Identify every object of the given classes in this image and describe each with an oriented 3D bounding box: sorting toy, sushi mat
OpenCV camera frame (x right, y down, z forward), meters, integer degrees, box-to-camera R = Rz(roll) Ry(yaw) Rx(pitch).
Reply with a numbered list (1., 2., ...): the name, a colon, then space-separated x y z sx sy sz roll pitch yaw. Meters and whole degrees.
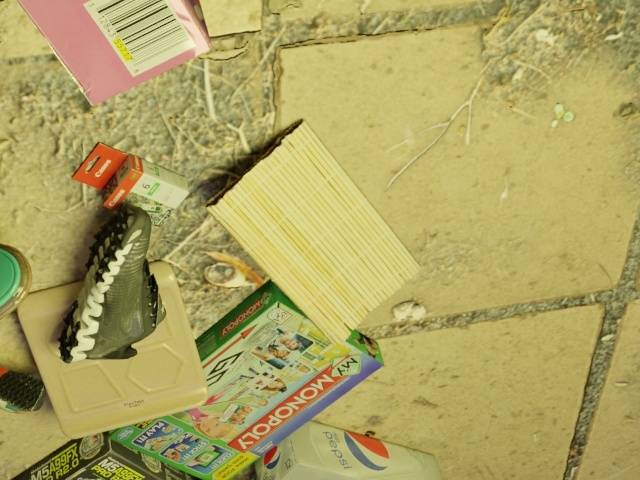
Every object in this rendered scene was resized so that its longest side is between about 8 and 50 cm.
1. sorting toy: -0.253 0.134 1.598 0.193 0.038 0.208 -14 118 -3
2. sushi mat: 0.000 0.000 1.550 0.151 0.019 0.316 -44 133 -4

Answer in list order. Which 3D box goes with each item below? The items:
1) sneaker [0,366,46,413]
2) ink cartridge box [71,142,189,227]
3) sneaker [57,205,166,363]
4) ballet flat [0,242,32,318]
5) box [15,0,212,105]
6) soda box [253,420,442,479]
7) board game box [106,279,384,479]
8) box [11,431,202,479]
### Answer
1. sneaker: -0.421 0.171 1.591 0.161 0.057 0.075 32 145 -25
2. ink cartridge box: -0.212 -0.061 1.448 0.115 0.029 0.063 22 124 -34
3. sneaker: -0.221 0.055 1.493 0.106 0.078 0.234 10 127 -25
4. ballet flat: -0.470 0.097 1.480 0.343 0.116 0.124 -22 156 5
5. box: -0.203 -0.278 1.084 0.117 0.243 0.213 -25 135 7
6. soda box: 0.045 0.343 1.880 0.286 0.091 0.098 20 126 -32
7. board game box: -0.102 0.198 1.726 0.317 0.046 0.213 -39 131 21
8. box: -0.292 0.378 1.834 0.216 0.060 0.270 -35 134 16
